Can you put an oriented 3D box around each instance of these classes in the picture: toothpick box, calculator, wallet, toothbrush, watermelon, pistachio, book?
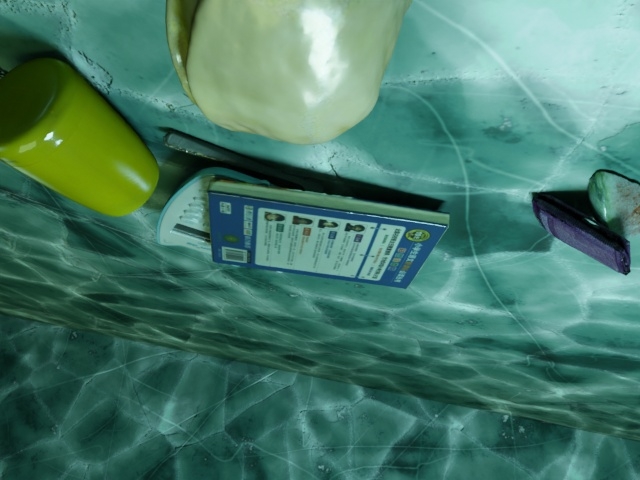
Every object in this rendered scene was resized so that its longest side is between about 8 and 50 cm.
[{"bbox_3d":[-0.392,-0.152,0.957,0.175,0.175,0.271,2,158,23],"label":"toothpick box"},{"bbox_3d":[-0.184,-0.044,1.176,0.256,0.054,0.386,19,155,-23],"label":"calculator"},{"bbox_3d":[0.418,-0.007,0.935,0.166,0.030,0.111,41,176,39],"label":"wallet"},{"bbox_3d":[-0.133,-0.135,1.035,0.297,0.030,0.030,18,166,-13],"label":"toothbrush"},{"bbox_3d":[0.468,-0.046,0.902,0.180,0.081,0.094,24,129,-37],"label":"watermelon"},{"bbox_3d":[-0.026,-0.222,0.539,0.229,0.238,0.321,51,153,13],"label":"pistachio"},{"bbox_3d":[0.000,0.000,1.128,0.428,0.039,0.300,8,152,-5],"label":"book"}]

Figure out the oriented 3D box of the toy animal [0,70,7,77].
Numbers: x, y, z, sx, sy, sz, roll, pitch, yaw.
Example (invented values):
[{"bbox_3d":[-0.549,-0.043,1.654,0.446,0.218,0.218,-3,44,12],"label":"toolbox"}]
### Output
[{"bbox_3d":[-0.635,-0.259,0.991,0.253,0.070,0.079,-20,177,33],"label":"toy animal"}]
